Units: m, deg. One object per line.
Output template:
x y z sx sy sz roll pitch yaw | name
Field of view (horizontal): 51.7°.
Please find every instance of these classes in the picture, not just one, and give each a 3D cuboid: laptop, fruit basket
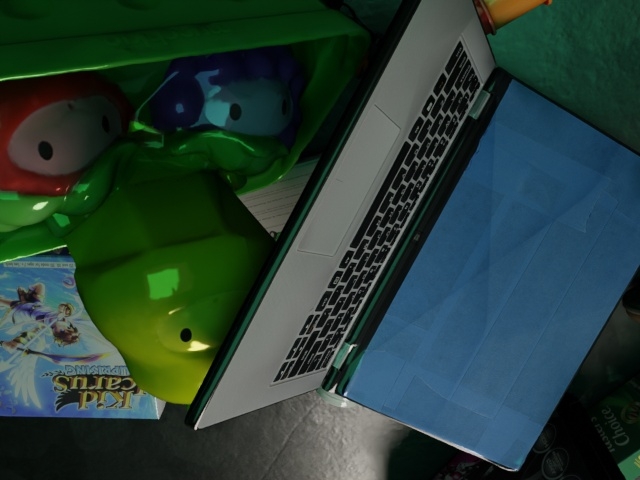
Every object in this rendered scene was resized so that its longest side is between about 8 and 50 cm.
0.151 0.034 0.600 0.236 0.408 0.382 30 96 21 | laptop
-0.136 -0.045 0.553 0.392 0.392 0.283 25 145 -11 | fruit basket

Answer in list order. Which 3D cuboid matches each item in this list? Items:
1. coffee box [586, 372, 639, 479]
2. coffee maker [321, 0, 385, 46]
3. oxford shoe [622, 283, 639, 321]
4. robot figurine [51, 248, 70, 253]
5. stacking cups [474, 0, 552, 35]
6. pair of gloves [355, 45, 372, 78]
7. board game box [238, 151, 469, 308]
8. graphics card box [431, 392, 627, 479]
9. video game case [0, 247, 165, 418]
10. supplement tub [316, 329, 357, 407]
0.423 0.251 0.892 0.040 0.113 0.184 41 109 -17 | coffee box
0.025 -0.320 0.651 0.171 0.120 0.178 18 116 -35 | coffee maker
0.497 0.099 0.842 0.227 0.083 0.096 2 118 0 | oxford shoe
-0.292 -0.100 0.692 0.291 0.085 0.211 36 104 -14 | robot figurine
0.243 -0.296 0.673 0.316 0.096 0.096 -27 111 17 | stacking cups
0.063 -0.186 0.724 0.083 0.074 0.010 16 75 -8 | pair of gloves
0.000 0.000 0.768 0.305 0.053 0.193 -13 105 18 | board game box
0.233 0.387 0.887 0.094 0.233 0.371 34 111 -13 | graphics card box
-0.346 0.118 0.862 0.269 0.061 0.244 1 115 -1 | video game case
0.038 0.158 0.874 0.071 0.071 0.107 15 113 -7 | supplement tub
